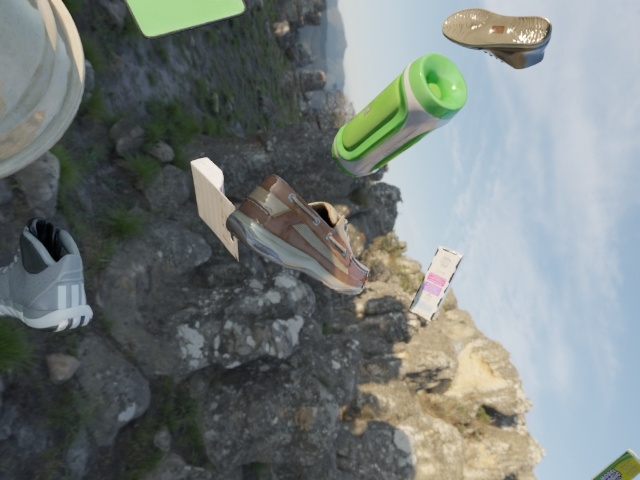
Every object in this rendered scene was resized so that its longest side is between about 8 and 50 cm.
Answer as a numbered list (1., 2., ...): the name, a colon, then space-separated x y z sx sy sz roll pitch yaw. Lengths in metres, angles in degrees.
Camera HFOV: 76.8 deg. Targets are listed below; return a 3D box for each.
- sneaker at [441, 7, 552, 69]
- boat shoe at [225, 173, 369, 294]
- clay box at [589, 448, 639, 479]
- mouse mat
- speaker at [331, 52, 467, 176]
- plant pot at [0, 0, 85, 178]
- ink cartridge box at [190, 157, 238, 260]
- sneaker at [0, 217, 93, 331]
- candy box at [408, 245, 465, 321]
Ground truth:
1. sneaker: 0.380 -0.432 0.889 0.118 0.222 0.083 19 93 -66
2. boat shoe: 0.000 0.000 0.646 0.116 0.123 0.324 -59 143 0
3. clay box: 0.766 0.619 1.056 0.127 0.222 0.053 29 15 -47
4. mouse mat: -0.202 -0.368 0.533 0.190 0.152 0.007 64 -21 -2
5. speaker: 0.139 -0.231 0.801 0.296 0.131 0.131 -28 -112 58
6. plant pot: -0.419 -0.236 0.336 0.305 0.333 0.334 159 -79 -70
7. ink cartridge box: -0.261 -0.085 1.076 0.232 0.066 0.189 38 -39 31
8. sneaker: -0.386 0.034 0.535 0.086 0.228 0.132 -7 101 -66
9. candy box: 0.332 0.117 1.143 0.196 0.070 0.165 -67 160 7
